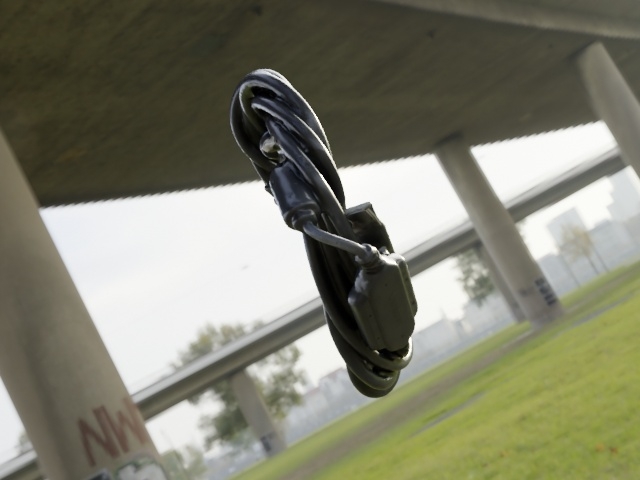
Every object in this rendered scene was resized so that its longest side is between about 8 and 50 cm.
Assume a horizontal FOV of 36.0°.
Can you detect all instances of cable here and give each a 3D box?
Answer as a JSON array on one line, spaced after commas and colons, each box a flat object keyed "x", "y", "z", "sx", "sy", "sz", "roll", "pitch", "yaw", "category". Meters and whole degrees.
[{"x": 0.000, "y": 0.000, "z": 0.497, "sx": 0.047, "sy": 0.150, "sz": 0.184, "roll": -31, "pitch": -33, "yaw": -3, "category": "cable"}]
